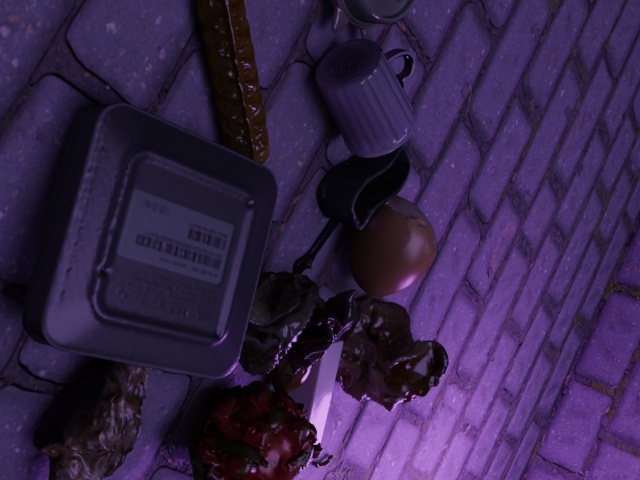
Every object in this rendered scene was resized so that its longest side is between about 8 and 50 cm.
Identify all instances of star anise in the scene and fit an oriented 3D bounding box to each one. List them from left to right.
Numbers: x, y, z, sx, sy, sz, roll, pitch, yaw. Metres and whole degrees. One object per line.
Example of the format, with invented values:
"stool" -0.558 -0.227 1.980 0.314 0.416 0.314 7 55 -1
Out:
"star anise" 0.007 0.184 1.684 0.212 0.073 0.197 -47 170 -15

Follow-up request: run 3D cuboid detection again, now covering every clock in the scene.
"clock" 0.115 -0.563 1.655 0.265 0.108 0.324 2 105 -54

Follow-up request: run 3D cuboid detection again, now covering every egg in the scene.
"egg" 0.164 0.016 1.922 0.201 0.201 0.245 13 107 -54

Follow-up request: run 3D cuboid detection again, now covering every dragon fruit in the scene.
"dragon fruit" -0.143 0.420 1.690 0.302 0.231 0.237 2 116 -42

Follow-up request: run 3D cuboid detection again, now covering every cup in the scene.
"cup" 0.098 -0.320 1.721 0.202 0.166 0.221 55 40 -46

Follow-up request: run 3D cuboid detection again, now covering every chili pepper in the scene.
"chili pepper" 0.006 0.578 2.137 0.083 0.017 0.030 -12 115 -53

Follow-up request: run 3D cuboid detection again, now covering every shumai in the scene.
"shumai" -0.138 0.137 1.647 0.225 0.222 0.261 -58 178 -18
"shumai" 0.204 0.312 2.065 0.267 0.262 0.314 -51 142 -23

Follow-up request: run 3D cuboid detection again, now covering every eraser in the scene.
"eraser" -0.026 0.368 1.943 0.076 0.078 0.298 -3 109 -52

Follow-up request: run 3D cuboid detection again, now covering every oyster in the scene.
"oyster" -0.387 0.300 1.393 0.341 0.166 0.110 -53 139 -9

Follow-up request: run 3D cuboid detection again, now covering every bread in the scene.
"bread" -0.154 -0.293 1.458 0.077 0.084 0.368 -90 172 -58

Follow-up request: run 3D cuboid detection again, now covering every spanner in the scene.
"spanner" 0.000 0.000 1.856 0.208 0.012 0.046 -55 141 -20

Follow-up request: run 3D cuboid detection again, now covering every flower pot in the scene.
"flower pot" 0.101 -0.134 1.843 0.229 0.108 0.103 -46 138 -32

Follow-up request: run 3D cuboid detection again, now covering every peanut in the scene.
"peanut" -0.046 0.235 1.830 0.110 0.120 0.237 19 98 -22

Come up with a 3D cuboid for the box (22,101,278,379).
"box" -0.261 0.014 1.353 0.396 0.111 0.397 20 79 -45
